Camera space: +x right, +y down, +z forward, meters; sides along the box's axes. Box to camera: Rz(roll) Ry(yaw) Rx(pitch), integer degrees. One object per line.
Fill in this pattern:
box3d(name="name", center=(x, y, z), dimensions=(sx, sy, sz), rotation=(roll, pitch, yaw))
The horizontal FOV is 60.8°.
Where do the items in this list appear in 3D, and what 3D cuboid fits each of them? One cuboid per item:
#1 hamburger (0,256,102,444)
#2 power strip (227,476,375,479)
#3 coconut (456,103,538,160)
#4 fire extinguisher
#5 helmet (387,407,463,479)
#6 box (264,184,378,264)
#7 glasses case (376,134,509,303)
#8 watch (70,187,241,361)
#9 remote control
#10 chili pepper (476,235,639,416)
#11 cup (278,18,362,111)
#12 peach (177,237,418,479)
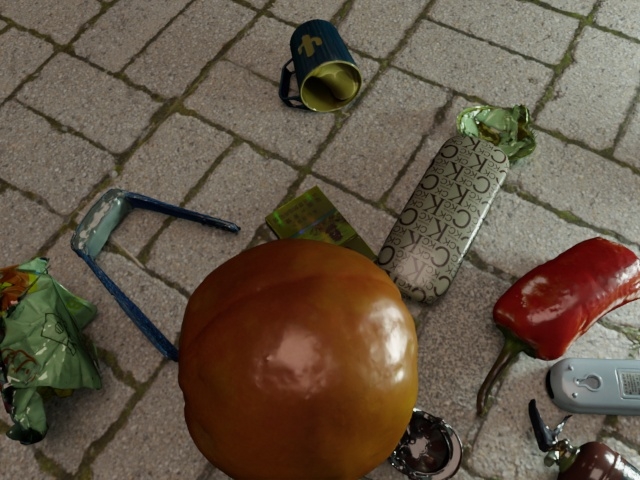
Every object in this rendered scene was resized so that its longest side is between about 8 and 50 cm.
box3d(name="hamburger", center=(-0.418, 0.168, 0.850), dimensions=(0.151, 0.261, 0.275), rotation=(-5, 96, -27))
box3d(name="power strip", center=(-0.007, 0.389, 0.798), dimensions=(0.271, 0.046, 0.117), rotation=(14, 62, 11))
box3d(name="coconut", center=(0.356, -0.216, 1.081), dimensions=(0.133, 0.055, 0.158), rotation=(-40, 70, -18))
box3d(name="fire extinguisher", center=(0.435, 0.363, 0.772), dimensions=(0.344, 0.102, 0.138), rotation=(39, 39, 20))
box3d(name="helmet", center=(0.146, 0.306, 0.820), dimensions=(0.123, 0.070, 0.098), rotation=(28, 74, 8))
box3d(name="box", center=(0.000, 0.000, 1.003), dimensions=(0.121, 0.030, 0.193), rotation=(-33, 66, -13))
box3d(name="glasses case", center=(0.223, -0.047, 0.985), dimensions=(0.137, 0.085, 0.354), rotation=(27, 67, 14))
box3d(name="watch", center=(-0.321, 0.049, 0.980), dimensions=(0.275, 0.068, 0.276), rotation=(18, 65, 6))
box3d(name="remote control", center=(0.483, 0.230, 0.857), dimensions=(0.245, 0.047, 0.087), rotation=(0, 66, 4))
box3d(name="chili pepper", center=(0.353, 0.119, 0.873), dimensions=(0.338, 0.131, 0.134), rotation=(-31, 57, -11))
box3d(name="cup", center=(-0.014, -0.360, 1.143), dimensions=(0.177, 0.131, 0.155), rotation=(-26, 57, 18))
box3d(name="peach", center=(-0.043, 0.170, 0.750), dimensions=(0.302, 0.342, 0.342), rotation=(3, 61, -22))
